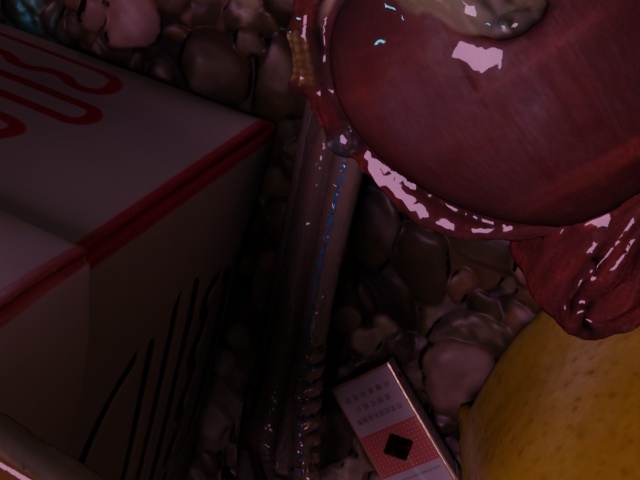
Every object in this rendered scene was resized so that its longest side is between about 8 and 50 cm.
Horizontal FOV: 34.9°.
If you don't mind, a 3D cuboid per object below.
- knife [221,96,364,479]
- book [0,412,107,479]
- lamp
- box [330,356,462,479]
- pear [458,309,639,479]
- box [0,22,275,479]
[{"bbox_3d":[0.005,0.000,0.544,0.089,0.043,0.365,35,121,46],"label":"knife"},{"bbox_3d":[-0.193,0.100,0.349,0.295,0.020,0.207,32,117,3],"label":"book"},{"bbox_3d":[0.105,-0.082,0.409,0.215,0.151,0.223,-32,130,27],"label":"lamp"},{"bbox_3d":[0.044,0.111,0.582,0.046,0.012,0.083,-30,91,32],"label":"box"},{"bbox_3d":[0.160,0.131,0.434,0.267,0.178,0.266,7,105,27],"label":"pear"},{"bbox_3d":[-0.238,0.056,0.526,0.312,0.300,0.314,21,116,10],"label":"box"}]
